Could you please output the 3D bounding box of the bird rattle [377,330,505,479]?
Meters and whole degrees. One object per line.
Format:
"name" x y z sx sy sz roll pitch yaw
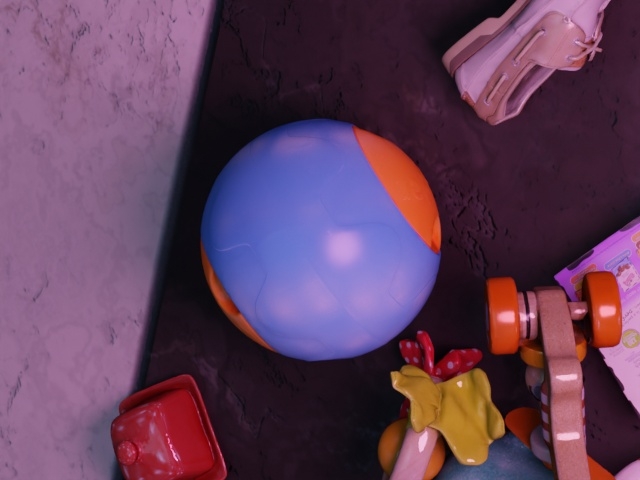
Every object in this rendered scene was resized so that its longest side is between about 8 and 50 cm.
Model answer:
"bird rattle" 0.109 0.213 1.917 0.143 0.253 0.207 22 92 -9

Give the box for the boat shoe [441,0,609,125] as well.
"boat shoe" 0.270 -0.239 1.833 0.302 0.113 0.103 -38 75 44

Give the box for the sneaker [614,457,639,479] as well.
"sneaker" 0.438 0.353 1.792 0.290 0.123 0.106 51 166 -2

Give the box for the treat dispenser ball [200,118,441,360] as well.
"treat dispenser ball" 0.000 0.000 1.941 0.288 0.288 0.288 5 99 35

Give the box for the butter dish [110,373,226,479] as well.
"butter dish" -0.233 0.283 2.254 0.160 0.118 0.160 -24 82 35

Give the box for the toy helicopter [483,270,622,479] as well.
"toy helicopter" 0.257 0.217 1.746 0.140 0.235 0.355 -4 53 0

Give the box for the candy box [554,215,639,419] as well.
"candy box" 0.382 0.076 1.811 0.165 0.070 0.196 -38 74 33

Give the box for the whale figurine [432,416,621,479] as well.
"whale figurine" 0.250 0.315 1.895 0.272 0.141 0.216 -1 95 33
